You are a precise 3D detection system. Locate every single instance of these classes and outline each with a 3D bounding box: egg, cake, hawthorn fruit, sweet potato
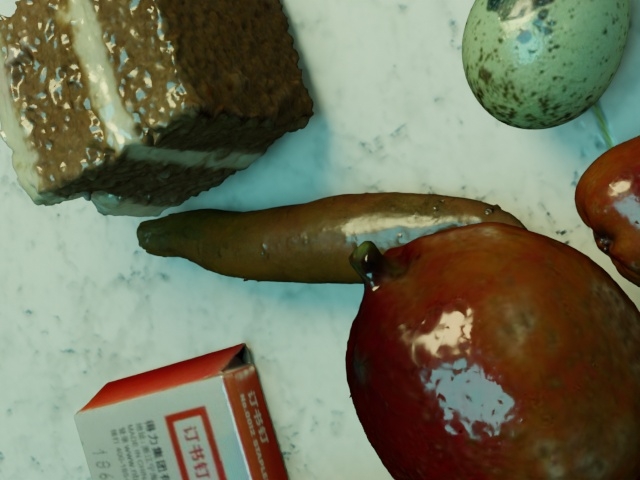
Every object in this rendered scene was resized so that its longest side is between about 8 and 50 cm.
[{"bbox_3d":[0.121,-0.112,0.982,0.085,0.085,0.110,33,110,21],"label":"egg"},{"bbox_3d":[-0.105,-0.096,1.078,0.147,0.135,0.134,-23,76,32],"label":"cake"},{"bbox_3d":[0.186,-0.022,0.970,0.093,0.081,0.081,-34,79,-1],"label":"hawthorn fruit"},{"bbox_3d":[-0.001,-0.001,1.082,0.265,0.057,0.057,-1,97,28],"label":"sweet potato"},{"bbox_3d":[0.091,0.066,0.971,0.169,0.169,0.188,-29,109,29],"label":"hawthorn fruit"}]

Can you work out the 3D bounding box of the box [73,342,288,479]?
[{"bbox_3d":[-0.070,0.190,1.153,0.123,0.050,0.229,-18,88,28],"label":"box"}]
